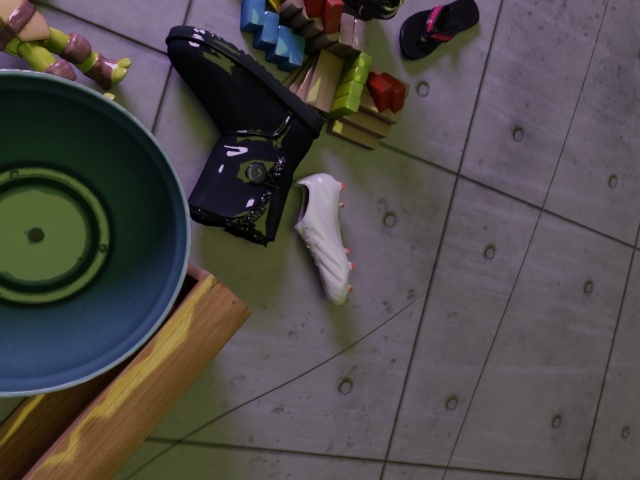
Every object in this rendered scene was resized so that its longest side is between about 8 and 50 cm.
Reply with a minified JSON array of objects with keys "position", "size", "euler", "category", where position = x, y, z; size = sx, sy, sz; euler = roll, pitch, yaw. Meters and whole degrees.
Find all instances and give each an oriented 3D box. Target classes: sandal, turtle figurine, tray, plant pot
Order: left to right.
[{"position":[-0.321,-0.219,0.592],"size":[0.087,0.269,0.217],"euler":[-32,128,22],"category":"turtle figurine"},{"position":[-0.302,-0.005,0.586],"size":[0.293,0.196,0.292],"euler":[0,89,-25],"category":"plant pot"},{"position":[-0.265,0.197,0.616],"size":[0.411,0.203,0.076],"euler":[-49,116,-15],"category":"tray"},{"position":[0.198,-0.350,0.900],"size":[0.179,0.040,0.067],"euler":[-34,108,-21],"category":"sandal"}]

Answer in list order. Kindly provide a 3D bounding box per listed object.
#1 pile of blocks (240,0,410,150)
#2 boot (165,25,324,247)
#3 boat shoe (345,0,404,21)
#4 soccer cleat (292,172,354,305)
[{"position":[-0.005,-0.272,0.766],"size":[0.362,0.113,0.149],"euler":[44,74,-22],"category":"pile of blocks"},{"position":[-0.125,-0.125,0.725],"size":[0.247,0.094,0.207],"euler":[31,76,-31],"category":"boot"},{"position":[0.089,-0.338,0.744],"size":[0.084,0.233,0.079],"euler":[-34,111,-2],"category":"boat shoe"},{"position":[0.000,0.000,0.817],"size":[0.076,0.068,0.196],"euler":[-6,89,-21],"category":"soccer cleat"}]
